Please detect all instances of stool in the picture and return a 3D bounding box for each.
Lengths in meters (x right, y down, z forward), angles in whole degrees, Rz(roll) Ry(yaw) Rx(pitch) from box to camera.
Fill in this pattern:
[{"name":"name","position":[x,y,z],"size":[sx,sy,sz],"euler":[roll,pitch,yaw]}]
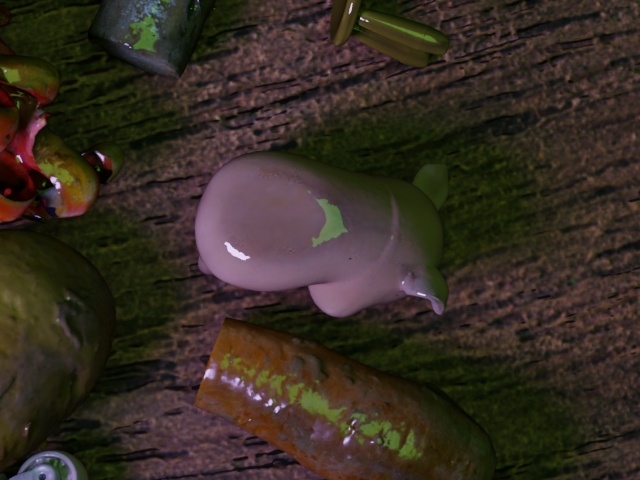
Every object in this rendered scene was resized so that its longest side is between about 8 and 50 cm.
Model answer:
[{"name":"stool","position":[0.074,-0.239,1.914],"size":[0.111,0.134,0.135],"euler":[11,39,-9]}]

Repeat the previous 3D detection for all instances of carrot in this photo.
[{"name":"carrot","position":[0.026,0.180,1.860],"size":[0.302,0.139,0.138],"euler":[22,82,-4]}]

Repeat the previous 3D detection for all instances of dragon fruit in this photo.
[{"name":"dragon fruit","position":[-0.361,-0.117,1.790],"size":[0.307,0.243,0.227],"euler":[45,121,16]}]

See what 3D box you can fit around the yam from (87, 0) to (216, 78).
[{"name":"yam","position":[-0.147,-0.265,1.886],"size":[0.107,0.107,0.194],"euler":[24,82,-5]}]

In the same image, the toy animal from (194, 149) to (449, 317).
[{"name":"toy animal","position":[0.002,-0.011,1.861],"size":[0.250,0.154,0.166],"euler":[7,76,-10]}]

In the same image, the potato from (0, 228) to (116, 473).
[{"name":"potato","position":[-0.316,0.102,1.788],"size":[0.266,0.229,0.229],"euler":[-42,92,-18]}]

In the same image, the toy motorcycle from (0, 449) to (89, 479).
[{"name":"toy motorcycle","position":[-0.339,0.283,1.824],"size":[0.254,0.112,0.112],"euler":[-38,91,-8]}]
